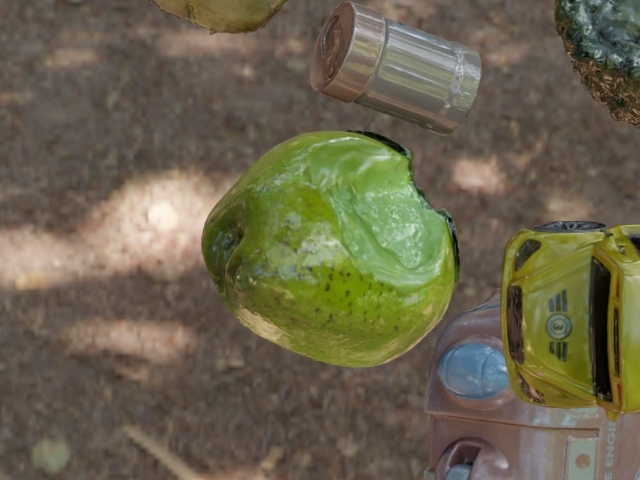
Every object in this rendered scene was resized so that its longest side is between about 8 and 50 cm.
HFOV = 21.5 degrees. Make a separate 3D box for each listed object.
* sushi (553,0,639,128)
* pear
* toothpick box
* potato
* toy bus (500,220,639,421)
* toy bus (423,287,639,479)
[{"bbox_3d":[0.487,-0.299,2.174,0.352,0.178,0.294,-37,55,1],"label":"sushi"},{"bbox_3d":[0.000,0.000,1.830,0.292,0.159,0.292,22,45,-24],"label":"pear"},{"bbox_3d":[0.076,-0.174,1.723,0.149,0.098,0.098,18,37,-22],"label":"toothpick box"},{"bbox_3d":[-0.095,-0.251,1.541,0.172,0.089,0.101,-3,69,-20],"label":"potato"},{"bbox_3d":[0.301,0.057,1.255,0.331,0.145,0.151,-2,9,4],"label":"toy bus"},{"bbox_3d":[0.199,0.176,1.595,0.197,0.294,0.232,5,0,43],"label":"toy bus"}]
